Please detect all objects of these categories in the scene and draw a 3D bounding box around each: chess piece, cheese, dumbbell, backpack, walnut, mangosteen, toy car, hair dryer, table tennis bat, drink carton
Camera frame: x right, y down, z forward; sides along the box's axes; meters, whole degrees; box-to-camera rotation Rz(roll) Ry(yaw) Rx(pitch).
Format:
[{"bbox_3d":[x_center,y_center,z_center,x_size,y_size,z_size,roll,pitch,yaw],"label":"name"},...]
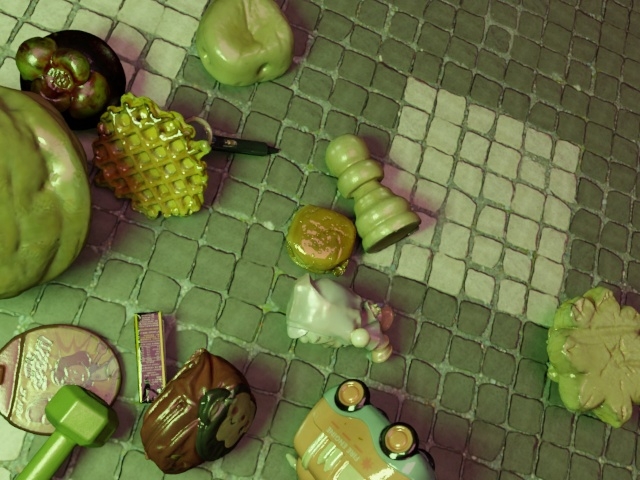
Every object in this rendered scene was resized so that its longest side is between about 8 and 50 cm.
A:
[{"bbox_3d":[0.098,-0.111,1.438,0.143,0.142,0.260,-25,75,-21],"label":"chess piece"},{"bbox_3d":[-0.159,-0.447,1.458,0.218,0.117,0.235,18,74,-13],"label":"cheese"},{"bbox_3d":[-0.472,0.388,1.109,0.108,0.121,0.302,31,72,16],"label":"dumbbell"},{"bbox_3d":[-0.220,0.314,1.175,0.139,0.229,0.229,36,64,27],"label":"backpack"},{"bbox_3d":[-0.547,-0.079,1.105,0.382,0.381,0.380,5,73,-15],"label":"walnut"},{"bbox_3d":[-0.477,-0.307,1.277,0.210,0.210,0.209,5,73,-15],"label":"mangosteen"},{"bbox_3d":[0.071,0.407,1.218,0.212,0.180,0.270,-44,52,-11],"label":"toy car"},{"bbox_3d":[-0.206,-0.196,1.397,0.256,0.128,0.069,4,81,-38],"label":"hair dryer"},{"bbox_3d":[-0.519,0.248,1.195,0.310,0.038,0.200,8,74,-18],"label":"table tennis bat"},{"bbox_3d":[-0.318,0.220,1.241,0.056,0.071,0.165,-4,77,-15],"label":"drink carton"}]

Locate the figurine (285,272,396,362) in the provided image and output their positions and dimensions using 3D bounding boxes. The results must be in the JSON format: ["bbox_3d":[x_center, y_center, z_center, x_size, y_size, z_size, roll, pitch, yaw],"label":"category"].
[{"bbox_3d":[0.045,0.156,1.312,0.276,0.200,0.133,22,84,-39],"label":"figurine"}]

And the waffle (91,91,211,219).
[{"bbox_3d":[-0.327,-0.150,1.282,0.238,0.243,0.058,22,32,-3],"label":"waffle"}]

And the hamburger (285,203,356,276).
[{"bbox_3d":[0.000,0.000,1.394,0.147,0.083,0.138,20,74,-7],"label":"hamburger"}]

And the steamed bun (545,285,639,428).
[{"bbox_3d":[0.606,0.266,1.471,0.295,0.137,0.292,39,63,-11],"label":"steamed bun"}]
